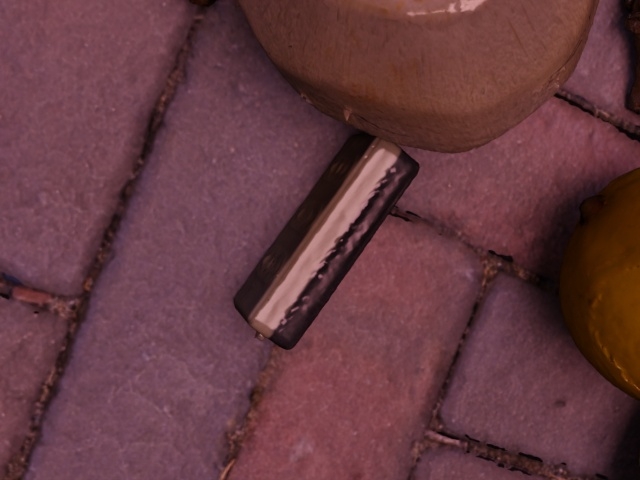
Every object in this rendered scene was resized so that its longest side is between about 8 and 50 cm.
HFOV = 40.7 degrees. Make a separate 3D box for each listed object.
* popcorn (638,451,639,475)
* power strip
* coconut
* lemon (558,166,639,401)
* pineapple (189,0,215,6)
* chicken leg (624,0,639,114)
[{"bbox_3d":[0.521,0.300,1.044,0.282,0.282,0.247,11,126,-16],"label":"popcorn"},{"bbox_3d":[0.000,0.000,0.942,0.070,0.105,0.257,35,88,-15],"label":"power strip"},{"bbox_3d":[0.095,-0.257,0.825,0.346,0.360,0.346,-1,83,10],"label":"coconut"},{"bbox_3d":[0.416,0.056,0.968,0.297,0.297,0.297,-2,98,-15],"label":"lemon"},{"bbox_3d":[-0.165,-0.308,0.879,0.159,0.074,0.074,33,88,-9],"label":"pineapple"},{"bbox_3d":[0.410,-0.249,1.034,0.125,0.080,0.196,17,94,-29],"label":"chicken leg"}]
